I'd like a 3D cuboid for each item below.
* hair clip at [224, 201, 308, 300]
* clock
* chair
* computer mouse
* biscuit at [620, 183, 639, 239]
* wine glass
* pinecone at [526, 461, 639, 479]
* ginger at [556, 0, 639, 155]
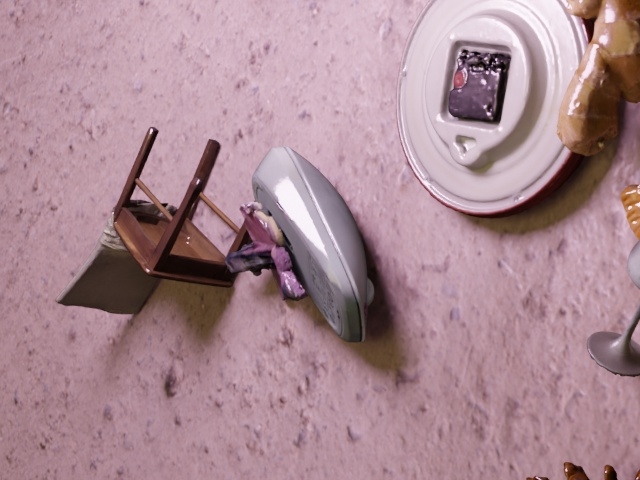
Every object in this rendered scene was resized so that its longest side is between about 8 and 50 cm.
[{"bbox_3d":[-0.076,0.018,2.316,0.146,0.056,0.187,65,158,-3],"label":"hair clip"},{"bbox_3d":[0.209,-0.186,2.096,0.318,0.080,0.319,-6,82,44],"label":"clock"},{"bbox_3d":[-0.231,0.016,2.465,0.186,0.160,0.319,45,115,40],"label":"chair"},{"bbox_3d":[0.005,-0.003,2.259,0.288,0.097,0.159,55,163,30],"label":"computer mouse"},{"bbox_3d":[0.439,-0.035,1.883,0.224,0.033,0.145,-27,72,42],"label":"biscuit"},{"bbox_3d":[0.364,0.055,1.888,0.079,0.079,0.195,49,134,36],"label":"wine glass"},{"bbox_3d":[0.287,0.352,1.883,0.201,0.202,0.229,13,117,36],"label":"pinecone"},{"bbox_3d":[0.347,-0.261,1.945,0.147,0.081,0.334,1,87,20],"label":"ginger"}]
